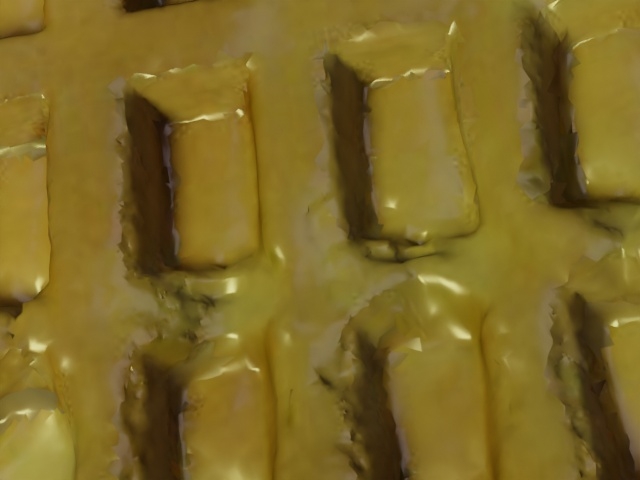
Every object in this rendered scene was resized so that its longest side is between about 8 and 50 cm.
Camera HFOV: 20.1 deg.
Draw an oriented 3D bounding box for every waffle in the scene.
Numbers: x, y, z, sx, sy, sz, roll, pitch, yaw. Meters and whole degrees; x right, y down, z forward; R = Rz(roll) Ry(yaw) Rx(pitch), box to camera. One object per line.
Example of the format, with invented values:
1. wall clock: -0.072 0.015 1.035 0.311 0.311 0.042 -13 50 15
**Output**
1. waffle: 0.000 0.000 0.621 0.348 0.077 0.304 -8 73 12
